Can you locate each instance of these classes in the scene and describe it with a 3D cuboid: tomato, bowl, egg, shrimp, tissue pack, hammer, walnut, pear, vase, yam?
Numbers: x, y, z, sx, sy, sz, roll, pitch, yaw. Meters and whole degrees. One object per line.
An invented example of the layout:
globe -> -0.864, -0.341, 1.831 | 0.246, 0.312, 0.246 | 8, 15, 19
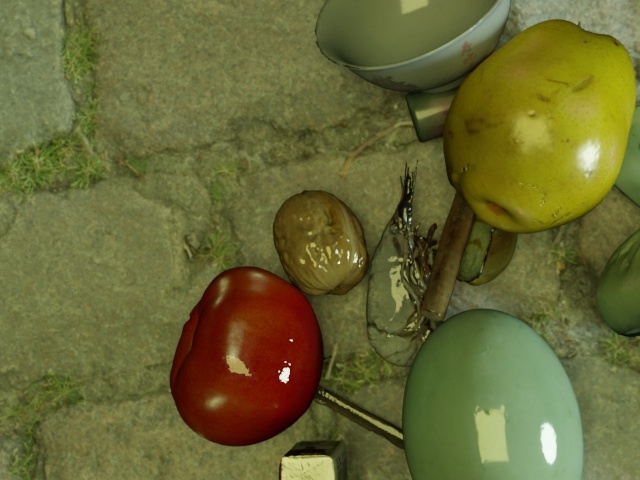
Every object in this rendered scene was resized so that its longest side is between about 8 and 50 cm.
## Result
tomato -> -0.111, 0.194, 1.844 | 0.226, 0.298, 0.299 | 24, 93, -13
bowl -> 0.177, -0.340, 1.832 | 0.345, 0.346, 0.157 | -30, 129, 7
egg -> 0.264, 0.299, 1.768 | 0.276, 0.276, 0.389 | -9, 82, 9
shrimp -> 0.150, 0.038, 1.875 | 0.145, 0.116, 0.343 | 3, 96, 9
tissue pack -> -0.012, 0.391, 1.874 | 0.099, 0.148, 0.106 | -2, 88, 8
hammer -> 0.077, 0.300, 1.924 | 0.297, 0.027, 0.125 | 29, 98, 9
walnut -> 0.000, 0.000, 1.878 | 0.155, 0.155, 0.184 | -25, 71, 8
pear -> 0.343, -0.173, 1.761 | 0.285, 0.285, 0.336 | 44, 59, 7
vase -> 0.253, -0.233, 1.886 | 0.214, 0.086, 0.086 | -17, 86, 4
yam -> 0.212, 0.005, 1.825 | 0.046, 0.046, 0.264 | 15, 67, 9

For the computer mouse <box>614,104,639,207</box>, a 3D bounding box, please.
computer mouse -> 0.580, -0.101, 1.821 | 0.288, 0.097, 0.159 | 36, 92, 9

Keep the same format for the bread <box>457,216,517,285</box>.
bread -> 0.276, 0.003, 1.869 | 0.083, 0.094, 0.157 | 5, 79, 53

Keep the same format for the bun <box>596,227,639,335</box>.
bun -> 0.556, 0.035, 1.734 | 0.293, 0.293, 0.187 | -12, 82, 8
